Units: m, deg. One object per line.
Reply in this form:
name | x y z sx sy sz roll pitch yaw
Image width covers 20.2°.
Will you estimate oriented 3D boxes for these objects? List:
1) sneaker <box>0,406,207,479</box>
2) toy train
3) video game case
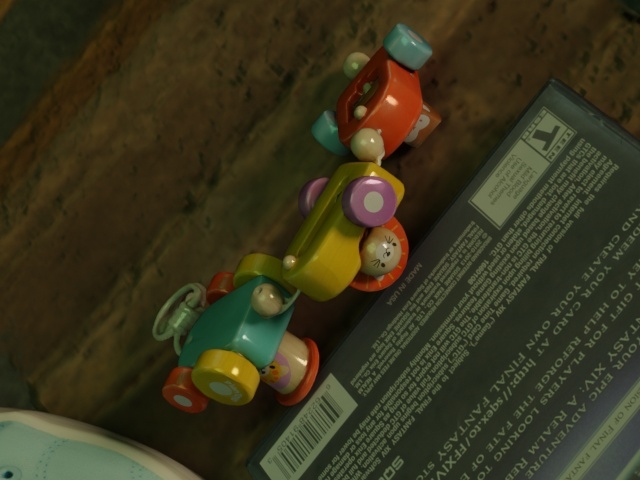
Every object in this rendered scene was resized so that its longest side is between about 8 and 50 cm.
sneaker | -0.077 0.153 0.651 0.366 0.150 0.135 24 88 31
toy train | 0.000 0.000 0.705 0.166 0.046 0.125 -51 18 15
video game case | 0.094 0.081 0.597 0.196 0.026 0.274 -52 40 7
